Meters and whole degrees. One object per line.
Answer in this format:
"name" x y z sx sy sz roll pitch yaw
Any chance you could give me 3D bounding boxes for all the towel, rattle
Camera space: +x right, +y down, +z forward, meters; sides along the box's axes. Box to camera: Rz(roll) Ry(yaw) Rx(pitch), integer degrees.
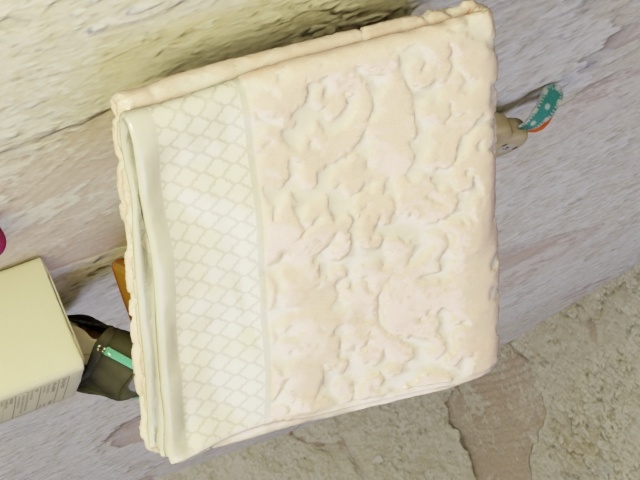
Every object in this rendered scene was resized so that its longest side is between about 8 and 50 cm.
"towel" 0.000 0.000 1.509 0.317 0.053 0.332 -16 123 -20
"rattle" 0.192 -0.074 2.068 0.199 0.143 0.130 -12 147 -22

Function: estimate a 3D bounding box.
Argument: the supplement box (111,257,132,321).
"supplement box" -0.144 0.055 1.930 0.080 0.078 0.233 -21 -169 -12

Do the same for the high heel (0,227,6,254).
"high heel" -0.318 0.036 1.574 0.082 0.117 0.244 -27 168 16

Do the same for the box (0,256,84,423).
"box" -0.396 0.138 1.882 0.311 0.121 0.148 -20 168 -17

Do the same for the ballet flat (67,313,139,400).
"ballet flat" -0.271 0.113 2.067 0.096 0.095 0.280 32 160 -32
